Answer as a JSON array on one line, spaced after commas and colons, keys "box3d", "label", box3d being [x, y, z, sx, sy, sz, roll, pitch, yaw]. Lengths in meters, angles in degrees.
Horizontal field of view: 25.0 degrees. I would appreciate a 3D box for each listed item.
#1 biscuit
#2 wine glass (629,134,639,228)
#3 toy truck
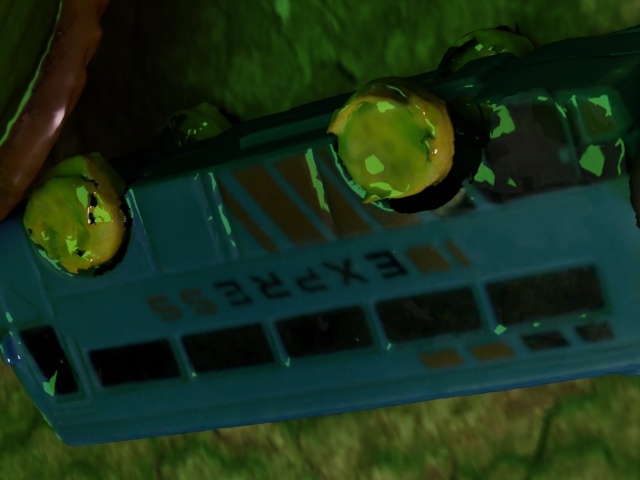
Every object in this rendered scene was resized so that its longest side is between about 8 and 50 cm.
[{"box3d": [-0.206, -0.121, 0.801, 0.318, 0.040, 0.318, -24, 57, 43], "label": "biscuit"}, {"box3d": [0.341, -0.002, 0.464, 0.406, 0.267, 0.267, 38, 115, 25], "label": "wine glass"}, {"box3d": [0.000, 0.000, 0.738, 0.385, 0.161, 0.162, -11, 103, 28], "label": "toy truck"}]
